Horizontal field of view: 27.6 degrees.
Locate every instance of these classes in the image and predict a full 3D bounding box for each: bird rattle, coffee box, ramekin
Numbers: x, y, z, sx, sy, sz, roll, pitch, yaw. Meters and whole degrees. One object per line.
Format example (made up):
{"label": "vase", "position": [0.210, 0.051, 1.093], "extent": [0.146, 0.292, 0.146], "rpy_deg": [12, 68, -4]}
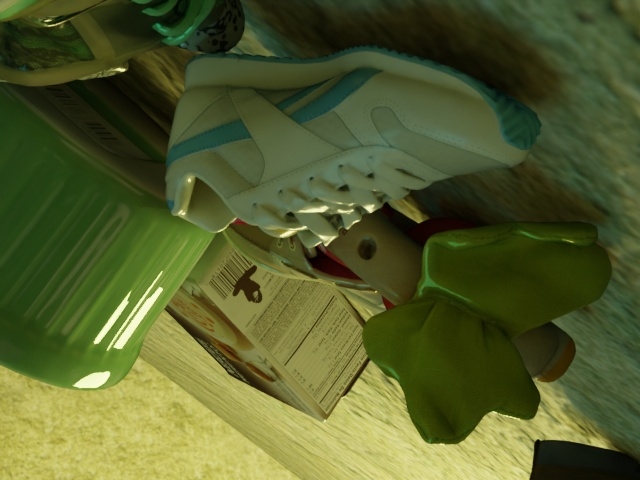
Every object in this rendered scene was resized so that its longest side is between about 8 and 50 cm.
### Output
{"label": "bird rattle", "position": [0.051, 0.022, 0.785], "extent": [0.253, 0.143, 0.207], "rpy_deg": [29, 180, 38]}
{"label": "coffee box", "position": [-0.069, 0.047, 1.171], "extent": [0.141, 0.098, 0.246], "rpy_deg": [22, 160, 39]}
{"label": "ramekin", "position": [-0.216, -0.047, 0.948], "extent": [0.303, 0.148, 0.303], "rpy_deg": [39, -170, -8]}

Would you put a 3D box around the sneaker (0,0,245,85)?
{"label": "sneaker", "position": [-0.107, -0.154, 0.665], "extent": [0.182, 0.158, 0.410], "rpy_deg": [9, 176, -26]}

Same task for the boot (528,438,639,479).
{"label": "boot", "position": [0.259, 0.212, 1.008], "extent": [0.219, 0.106, 0.082], "rpy_deg": [3, 152, 12]}

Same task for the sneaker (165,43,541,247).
{"label": "sneaker", "position": [0.011, -0.043, 0.656], "extent": [0.228, 0.092, 0.087], "rpy_deg": [4, 167, 46]}

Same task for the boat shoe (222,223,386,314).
{"label": "boat shoe", "position": [0.000, 0.000, 0.956], "extent": [0.170, 0.063, 0.059], "rpy_deg": [21, 159, 18]}
